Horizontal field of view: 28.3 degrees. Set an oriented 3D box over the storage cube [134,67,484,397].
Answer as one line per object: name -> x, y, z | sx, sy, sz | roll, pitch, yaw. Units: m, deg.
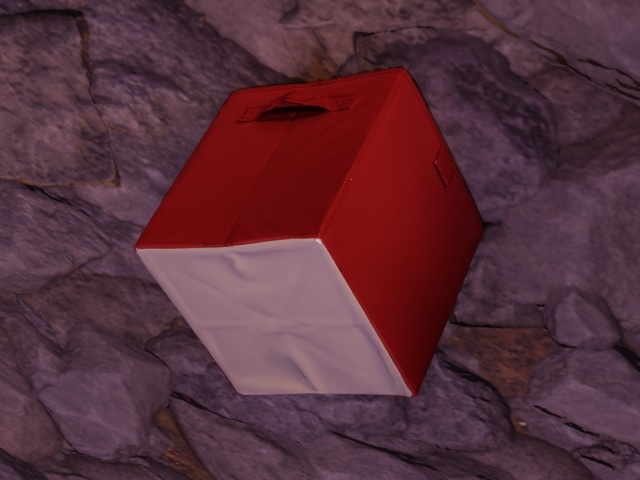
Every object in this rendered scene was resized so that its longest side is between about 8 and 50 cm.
storage cube -> 0.000, 0.000, 1.045 | 0.183, 0.193, 0.215 | -3, 133, 33
